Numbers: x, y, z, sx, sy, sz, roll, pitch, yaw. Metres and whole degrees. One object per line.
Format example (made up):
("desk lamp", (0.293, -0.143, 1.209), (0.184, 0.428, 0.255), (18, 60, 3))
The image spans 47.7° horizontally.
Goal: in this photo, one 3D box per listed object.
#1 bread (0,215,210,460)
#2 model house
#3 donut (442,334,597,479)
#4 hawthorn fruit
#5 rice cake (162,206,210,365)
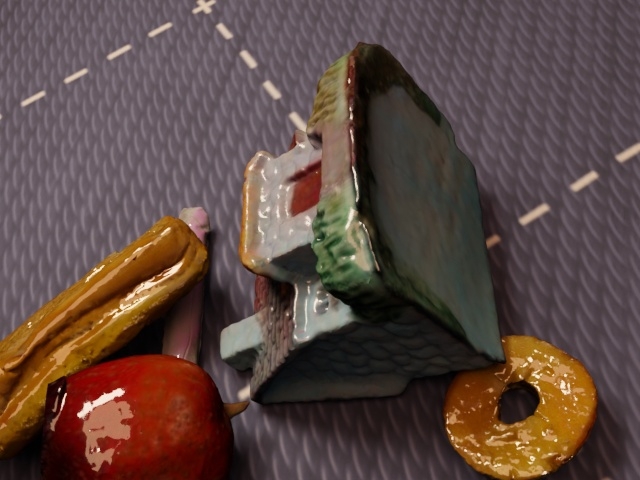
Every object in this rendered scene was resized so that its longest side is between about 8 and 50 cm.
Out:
("bread", (-0.306, 0.115, 0.933), (0.380, 0.185, 0.109), (-44, 106, -12))
("model house", (0.000, 0.000, 0.912), (0.339, 0.297, 0.360), (-25, 50, 33))
("donut", (0.229, 0.201, 0.844), (0.178, 0.065, 0.162), (-41, 56, -14))
("hawthorn fruit", (-0.198, 0.229, 0.824), (0.249, 0.215, 0.215), (-21, 55, -29))
("rice cake", (-0.185, 0.072, 1.003), (0.055, 0.049, 0.270), (-4, 58, 7))
